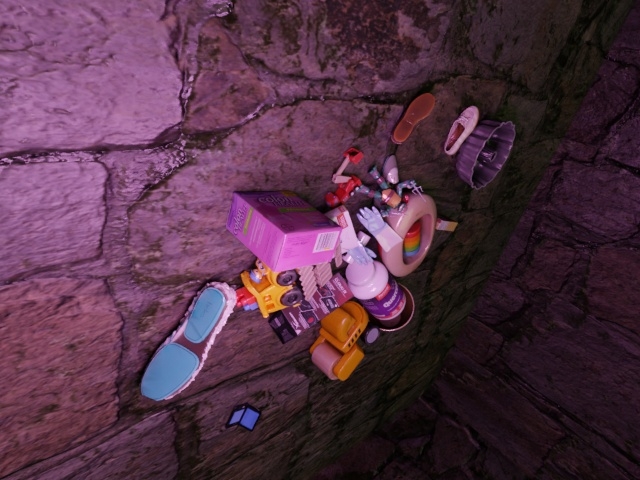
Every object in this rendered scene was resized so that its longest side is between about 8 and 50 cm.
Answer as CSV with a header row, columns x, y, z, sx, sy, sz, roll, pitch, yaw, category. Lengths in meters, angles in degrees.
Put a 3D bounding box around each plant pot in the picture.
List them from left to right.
x,y,z,sx,sy,sz,roll,pitch,yaw,category
0.339,0.348,2.022,0.237,0.237,0.254,-46,156,-9,plant pot

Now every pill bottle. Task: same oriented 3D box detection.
x,y,z,sx,sy,sz,roll,pitch,yaw,category
0.235,0.204,1.771,0.181,0.181,0.323,-49,135,-6,pill bottle

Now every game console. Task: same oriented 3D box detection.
x,y,z,sx,sy,sz,roll,pitch,yaw,category
-0.326,0.757,1.734,0.107,0.071,0.122,5,116,-50,game console

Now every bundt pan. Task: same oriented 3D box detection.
x,y,z,sx,sy,sz,roll,pitch,yaw,category
0.744,-0.409,1.887,0.331,0.124,0.330,-29,140,-29,bundt pan

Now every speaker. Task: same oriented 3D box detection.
x,y,z,sx,sy,sz,roll,pitch,yaw,category
0.144,0.028,1.648,0.136,0.055,0.055,-56,145,6,speaker

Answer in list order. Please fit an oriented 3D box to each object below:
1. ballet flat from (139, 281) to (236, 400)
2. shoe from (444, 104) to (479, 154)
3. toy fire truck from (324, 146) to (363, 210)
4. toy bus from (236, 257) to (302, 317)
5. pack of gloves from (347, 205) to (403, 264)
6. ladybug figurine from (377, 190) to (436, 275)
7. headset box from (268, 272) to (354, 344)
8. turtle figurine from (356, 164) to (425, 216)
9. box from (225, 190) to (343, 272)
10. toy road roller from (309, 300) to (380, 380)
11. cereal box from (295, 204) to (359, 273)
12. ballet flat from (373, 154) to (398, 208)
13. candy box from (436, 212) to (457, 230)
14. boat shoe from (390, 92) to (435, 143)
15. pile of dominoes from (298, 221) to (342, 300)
x,y,z,sx,sy,sz,roll,pitch,yaw,category
-0.379,0.304,1.245,0.409,0.147,0.147,-54,145,3,ballet flat
0.584,-0.458,1.706,0.058,0.076,0.219,-1,123,-54,shoe
0.078,-0.203,1.382,0.192,0.047,0.135,-48,144,-5,toy fire truck
-0.185,0.139,1.320,0.211,0.149,0.220,-23,135,-13,toy bus
0.175,-0.006,1.530,0.195,0.046,0.232,-37,120,14,pack of gloves
0.352,-0.030,1.740,0.305,0.162,0.449,-35,140,-24,ladybug figurine
-0.026,0.246,1.519,0.293,0.110,0.218,-31,171,-29,headset box
0.251,-0.158,1.483,0.175,0.234,0.118,-59,-170,-15,turtle figurine
-0.103,-0.036,1.152,0.214,0.243,0.117,-8,125,-45,box
0.075,0.415,1.791,0.329,0.202,0.240,-52,133,-9,toy road roller
0.000,0.000,1.390,0.240,0.047,0.173,-25,133,-2,cereal box
0.263,-0.216,1.561,0.072,0.068,0.213,-13,129,-42,ballet flat
0.570,-0.094,1.976,0.187,0.109,0.053,4,116,-49,candy box
0.319,-0.429,1.450,0.207,0.073,0.073,-48,-178,-1,boat shoe
-0.010,0.069,1.346,0.196,0.040,0.251,-45,150,-23,pile of dominoes
